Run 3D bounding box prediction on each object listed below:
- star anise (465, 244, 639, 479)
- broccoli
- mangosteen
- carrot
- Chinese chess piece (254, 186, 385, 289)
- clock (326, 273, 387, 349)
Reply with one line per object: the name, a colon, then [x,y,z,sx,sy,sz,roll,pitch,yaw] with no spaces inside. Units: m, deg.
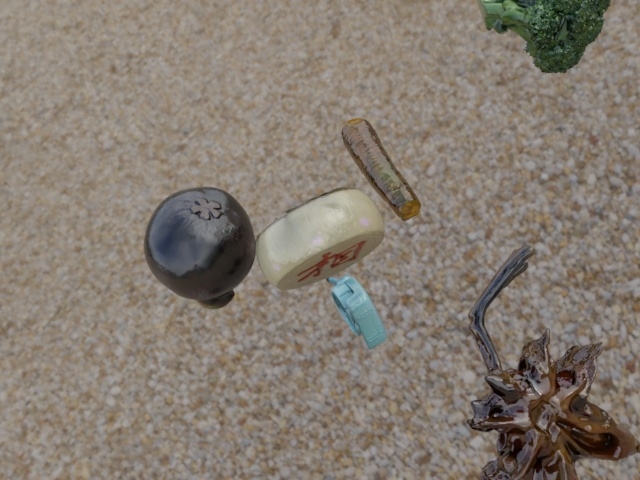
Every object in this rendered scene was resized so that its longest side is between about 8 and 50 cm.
star anise: [0.252,0.171,0.950,0.148,0.237,0.346,138,129,-61]
broccoli: [0.270,-0.285,0.988,0.156,0.195,0.195,-13,45,6]
mangosteen: [-0.141,0.016,0.966,0.137,0.151,0.137,5,44,-5]
carrot: [0.068,-0.082,0.932,0.042,0.042,0.171,-35,46,6]
Chinese chess piece: [0.000,0.000,0.761,0.122,0.122,0.051,-29,77,12]
clock: [0.055,0.108,1.383,0.045,0.108,0.147,-30,29,-8]
